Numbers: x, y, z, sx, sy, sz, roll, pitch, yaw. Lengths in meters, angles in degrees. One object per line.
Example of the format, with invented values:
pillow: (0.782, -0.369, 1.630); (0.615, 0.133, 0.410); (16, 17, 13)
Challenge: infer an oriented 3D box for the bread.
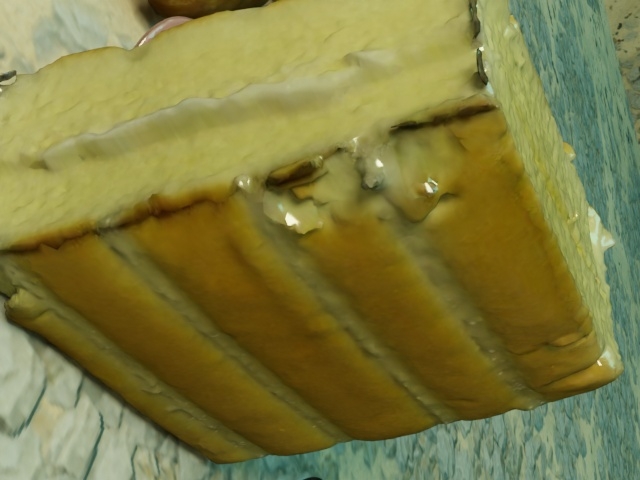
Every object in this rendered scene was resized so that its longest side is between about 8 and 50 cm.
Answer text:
bread: (0.000, 0.000, 0.498); (0.246, 0.239, 0.111); (48, 34, -50)

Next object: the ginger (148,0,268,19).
ginger: (-0.050, -0.263, 0.658); (0.133, 0.107, 0.309); (39, 49, -63)

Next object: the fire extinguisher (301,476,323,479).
fire extinguisher: (0.004, 0.191, 0.715); (0.028, 0.022, 0.083); (-125, -167, -65)

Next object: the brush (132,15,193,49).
brush: (-0.047, -0.079, 0.607); (0.103, 0.047, 0.233); (-63, 158, 11)
